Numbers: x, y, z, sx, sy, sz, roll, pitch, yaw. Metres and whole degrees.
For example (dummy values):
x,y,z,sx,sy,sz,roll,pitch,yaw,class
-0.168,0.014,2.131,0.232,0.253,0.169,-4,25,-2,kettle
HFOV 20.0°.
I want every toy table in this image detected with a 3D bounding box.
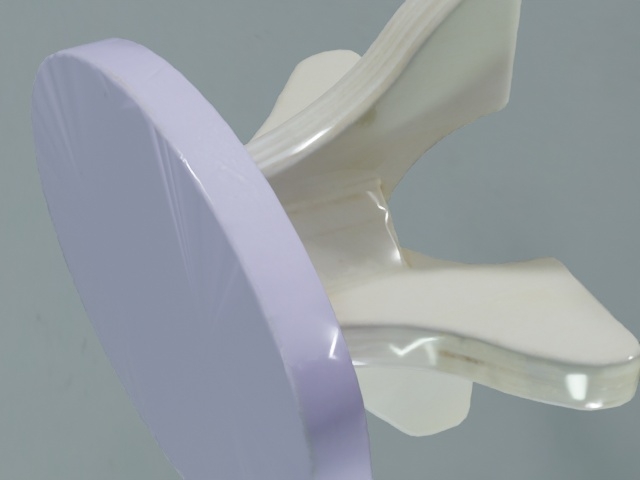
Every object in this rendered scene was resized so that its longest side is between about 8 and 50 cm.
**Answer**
x,y,z,sx,sy,sz,roll,pitch,yaw,class
0.000,0.000,0.782,0.161,0.274,0.252,-16,143,-23,toy table
